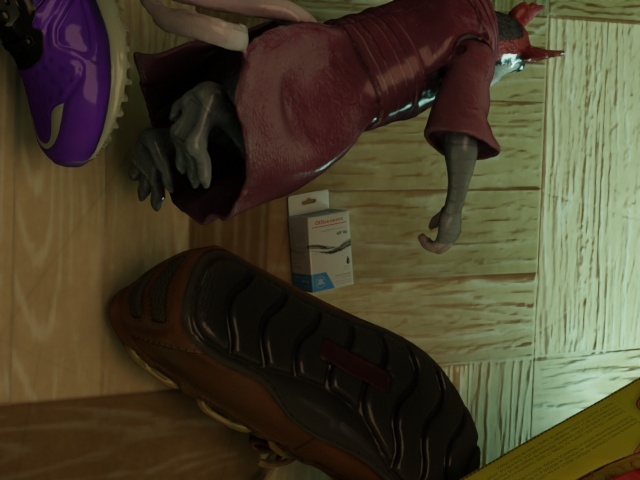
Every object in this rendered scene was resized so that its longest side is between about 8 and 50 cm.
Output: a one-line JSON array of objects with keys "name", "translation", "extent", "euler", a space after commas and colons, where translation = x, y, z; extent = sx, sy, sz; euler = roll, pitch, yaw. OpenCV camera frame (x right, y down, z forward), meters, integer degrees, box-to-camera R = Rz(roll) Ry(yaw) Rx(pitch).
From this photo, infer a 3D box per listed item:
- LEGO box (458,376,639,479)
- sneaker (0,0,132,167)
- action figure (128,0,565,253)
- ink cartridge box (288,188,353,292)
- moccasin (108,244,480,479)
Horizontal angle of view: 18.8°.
[{"name": "LEGO box", "translation": [0.225, 0.362, 1.728], "extent": [0.500, 0.193, 0.372], "euler": [-24, 134, -35]}, {"name": "sneaker", "translation": [-0.231, -0.198, 1.442], "extent": [0.146, 0.102, 0.293], "euler": [-7, 95, -34]}, {"name": "action figure", "translation": [0.024, -0.144, 1.542], "extent": [0.370, 0.248, 0.275], "euler": [-23, 126, -20]}, {"name": "ink cartridge box", "translation": [0.000, 0.000, 1.690], "extent": [0.048, 0.028, 0.083], "euler": [-12, 102, -38]}, {"name": "moccasin", "translation": [-0.014, 0.133, 1.635], "extent": [0.380, 0.147, 0.139], "euler": [27, 64, -34]}]
